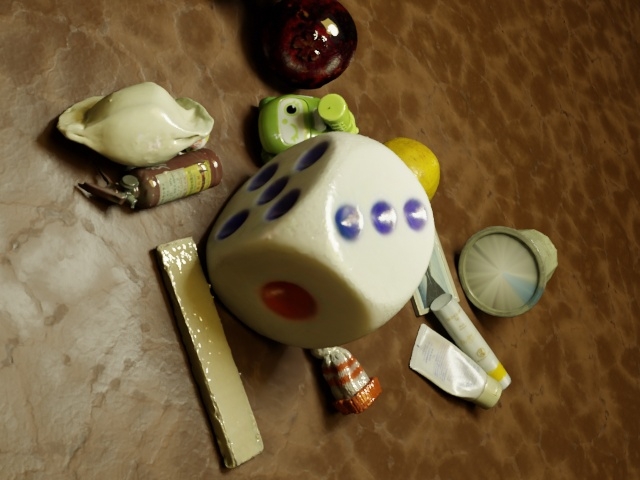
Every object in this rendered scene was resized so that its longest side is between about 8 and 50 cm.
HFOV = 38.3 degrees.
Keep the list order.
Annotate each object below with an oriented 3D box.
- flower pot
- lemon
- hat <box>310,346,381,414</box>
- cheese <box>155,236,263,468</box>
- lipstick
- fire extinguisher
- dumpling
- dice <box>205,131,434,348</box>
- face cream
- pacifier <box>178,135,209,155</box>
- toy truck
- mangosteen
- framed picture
[{"bbox_3d":[0.455,0.050,2.157,0.203,0.212,0.212,-24,92,-56],"label":"flower pot"},{"bbox_3d":[0.167,-0.135,1.955,0.207,0.170,0.170,-42,104,-46],"label":"lemon"},{"bbox_3d":[0.040,0.245,1.747,0.162,0.094,0.112,61,18,1],"label":"hat"},{"bbox_3d":[-0.191,0.189,1.581,0.085,0.034,0.400,-14,84,-49],"label":"cheese"},{"bbox_3d":[0.335,0.229,2.047,0.264,0.059,0.059,53,46,-20],"label":"lipstick"},{"bbox_3d":[-0.294,-0.102,1.585,0.252,0.106,0.075,-24,130,-45],"label":"fire extinguisher"},{"bbox_3d":[-0.313,-0.204,1.545,0.252,0.131,0.179,-8,38,-14],"label":"dumpling"},{"bbox_3d":[0.000,0.000,1.644,0.277,0.304,0.304,45,48,-22],"label":"dice"},{"bbox_3d":[0.289,0.283,2.004,0.224,0.070,0.114,33,52,-16],"label":"face cream"},{"bbox_3d":[-0.244,-0.192,1.674,0.064,0.068,0.083,49,15,29],"label":"pacifier"},{"bbox_3d":[-0.008,-0.217,1.808,0.187,0.211,0.148,23,58,-58],"label":"toy truck"},{"bbox_3d":[-0.024,-0.407,1.867,0.210,0.210,0.209,18,63,-39],"label":"mangosteen"},{"bbox_3d":[0.233,0.057,2.056,0.150,0.015,0.203,-12,83,-45],"label":"framed picture"}]
